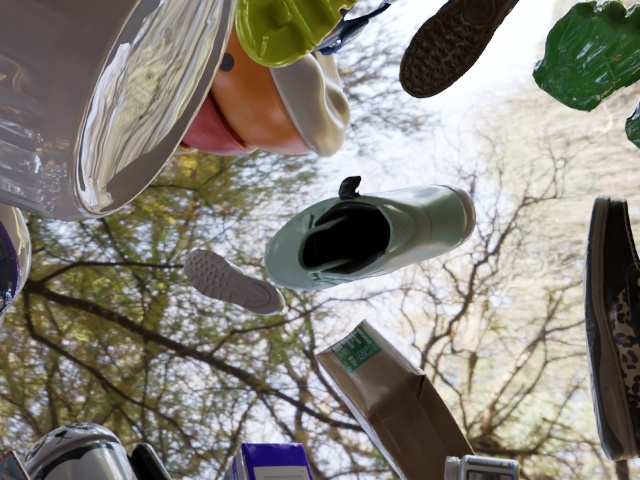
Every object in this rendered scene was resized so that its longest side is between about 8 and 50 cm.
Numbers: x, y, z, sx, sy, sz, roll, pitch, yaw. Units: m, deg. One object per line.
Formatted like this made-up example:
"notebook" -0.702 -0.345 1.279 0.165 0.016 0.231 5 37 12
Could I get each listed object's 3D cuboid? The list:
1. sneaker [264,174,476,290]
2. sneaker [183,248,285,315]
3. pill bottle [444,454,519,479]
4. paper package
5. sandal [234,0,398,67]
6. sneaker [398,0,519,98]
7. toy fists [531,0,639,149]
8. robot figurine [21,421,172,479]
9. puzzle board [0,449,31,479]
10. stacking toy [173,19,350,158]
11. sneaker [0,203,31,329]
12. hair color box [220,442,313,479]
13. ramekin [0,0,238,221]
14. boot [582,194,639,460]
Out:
"sneaker" 0.000 -0.001 0.579 0.151 0.256 0.094 -8 -97 -49
"sneaker" -0.183 0.094 1.278 0.090 0.235 0.095 -61 -15 -2
"pill bottle" 0.311 0.457 1.167 0.078 0.137 0.078 1 -90 -72
"paper package" 0.170 0.386 1.413 0.168 0.325 0.309 -34 -66 -8
"sandal" 0.057 -0.300 0.658 0.126 0.317 0.138 65 -158 0
"sneaker" 0.153 -0.221 0.578 0.064 0.192 0.086 41 -141 7
"toy fists" 0.420 -0.209 0.771 0.279 0.142 0.096 32 -114 0
"robot figurine" -0.361 0.416 0.947 0.173 0.278 0.209 -50 -36 6
"puzzle board" -0.314 0.289 0.596 0.096 0.128 0.011 -38 -16 -5
"stacking toy" -0.219 -0.242 0.975 0.350 0.480 0.350 -16 -90 -76
"sneaker" -0.428 0.096 0.618 0.130 0.322 0.236 28 -143 -5
"hair color box" -0.108 0.469 0.867 0.110 0.185 0.338 9 -57 -25
"ramekin" -0.160 -0.137 0.415 0.127 0.273 0.273 28 -117 0
"boot" 0.512 0.107 0.816 0.138 0.284 0.377 52 -140 -56
